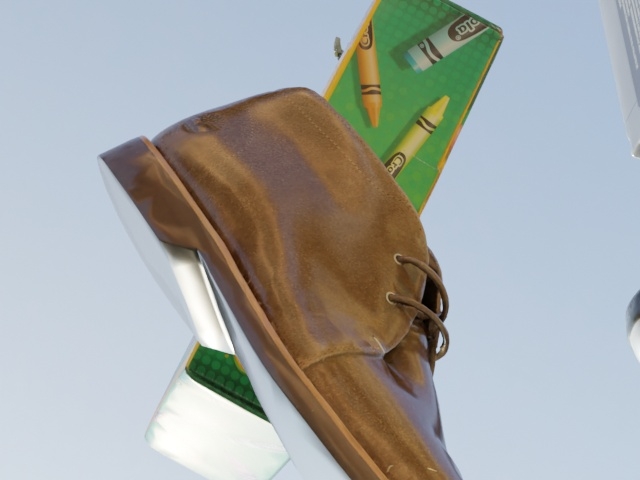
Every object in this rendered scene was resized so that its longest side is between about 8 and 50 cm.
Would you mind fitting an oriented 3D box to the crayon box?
[{"bbox_3d":[0.000,0.000,1.101,0.081,0.165,0.278,28,-113,-3],"label":"crayon box"}]

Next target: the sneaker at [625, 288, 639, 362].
[{"bbox_3d":[0.443,0.192,1.488,0.447,0.257,0.169,24,-45,-6],"label":"sneaker"}]

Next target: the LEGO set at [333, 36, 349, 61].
[{"bbox_3d":[0.037,-0.119,1.306,0.083,0.054,0.023,36,-54,-22],"label":"LEGO set"}]

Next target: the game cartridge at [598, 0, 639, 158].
[{"bbox_3d":[0.322,-0.229,1.717,0.062,0.297,0.198,10,-42,-15],"label":"game cartridge"}]

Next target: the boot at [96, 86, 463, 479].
[{"bbox_3d":[0.019,0.042,0.805,0.115,0.305,0.112,-28,-34,-12],"label":"boot"}]
